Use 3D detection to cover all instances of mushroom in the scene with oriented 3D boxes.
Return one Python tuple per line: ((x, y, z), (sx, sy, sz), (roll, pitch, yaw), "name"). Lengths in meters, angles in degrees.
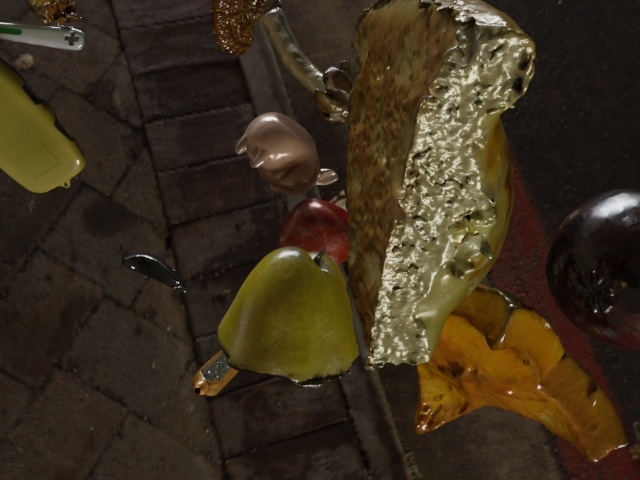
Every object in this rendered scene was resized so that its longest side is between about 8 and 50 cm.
((-0.015, -0.202, 0.841), (0.060, 0.061, 0.187), (-32, 67, -10), "mushroom")

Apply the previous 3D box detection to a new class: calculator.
((-0.486, -0.173, 1.234), (0.236, 0.157, 0.033), (52, 27, -25), "calculator")

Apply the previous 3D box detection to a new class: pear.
((-0.047, 0.094, 1.226), (0.266, 0.267, 0.178), (-2, 110, -12), "pear")

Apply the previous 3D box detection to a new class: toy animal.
((-0.084, -0.196, 1.767), (0.154, 0.250, 0.166), (-46, 61, -2), "toy animal")

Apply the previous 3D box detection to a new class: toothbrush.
((-0.578, -0.338, 1.220), (0.417, 0.040, 0.042), (6, 90, -1), "toothbrush")

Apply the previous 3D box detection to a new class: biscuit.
((-0.089, -0.325, 0.965), (0.025, 0.206, 0.126), (30, 28, 14), "biscuit")

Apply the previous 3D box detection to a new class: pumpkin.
((0.164, 0.135, 0.852), (0.258, 0.290, 0.095), (49, 61, -25), "pumpkin")

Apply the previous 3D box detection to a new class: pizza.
((-0.461, -0.422, 1.310), (0.069, 0.194, 0.154), (-38, 82, 3), "pizza")
((0.060, -0.049, 0.428), (0.080, 0.188, 0.204), (3, 29, -10), "pizza")

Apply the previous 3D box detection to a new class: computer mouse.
((-0.378, 0.067, 1.784), (0.172, 0.099, 0.057), (25, 80, 0), "computer mouse")

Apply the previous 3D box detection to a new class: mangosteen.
((0.472, 0.034, 1.131), (0.261, 0.235, 0.236), (-19, 73, -36), "mangosteen")

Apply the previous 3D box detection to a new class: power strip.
((-0.183, 0.233, 1.345), (0.049, 0.178, 0.028), (31, 105, 6), "power strip")

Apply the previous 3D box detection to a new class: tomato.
((0.000, 0.000, 1.706), (0.151, 0.187, 0.187), (27, 62, 34), "tomato")
